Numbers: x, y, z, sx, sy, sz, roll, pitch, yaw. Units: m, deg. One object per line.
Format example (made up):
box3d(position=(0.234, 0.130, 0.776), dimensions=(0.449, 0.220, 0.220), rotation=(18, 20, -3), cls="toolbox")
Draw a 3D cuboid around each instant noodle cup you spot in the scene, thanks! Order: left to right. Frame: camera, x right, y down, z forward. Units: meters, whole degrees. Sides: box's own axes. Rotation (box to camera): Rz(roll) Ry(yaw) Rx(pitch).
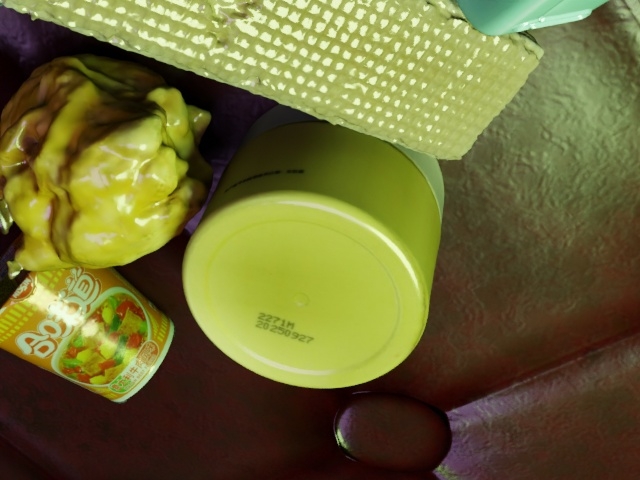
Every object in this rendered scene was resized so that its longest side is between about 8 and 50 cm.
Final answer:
box3d(position=(-0.266, 0.084, 0.956), dimensions=(0.168, 0.168, 0.185), rotation=(-33, 121, 31), cls="instant noodle cup")

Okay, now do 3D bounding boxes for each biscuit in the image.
box3d(position=(-0.024, -0.175, 0.636), dimensions=(0.426, 0.078, 0.144), rotation=(13, 129, -33), cls="biscuit")

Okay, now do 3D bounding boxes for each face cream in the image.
box3d(position=(0.000, 0.000, 0.804), dimensions=(0.218, 0.179, 0.218), rotation=(7, 127, 9), cls="face cream")

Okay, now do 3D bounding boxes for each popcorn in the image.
box3d(position=(-0.209, -0.076, 0.798), dimensions=(0.253, 0.191, 0.190), rotation=(-15, 107, 33), cls="popcorn")

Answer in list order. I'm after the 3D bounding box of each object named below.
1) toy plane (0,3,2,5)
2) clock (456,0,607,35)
box3d(position=(-0.332, -0.246, 0.660), dimensions=(0.326, 0.104, 0.223), rotation=(-30, 120, -11), cls="toy plane")
box3d(position=(0.135, -0.283, 0.543), dimensions=(0.094, 0.223, 0.274), rotation=(-13, 91, -13), cls="clock")
